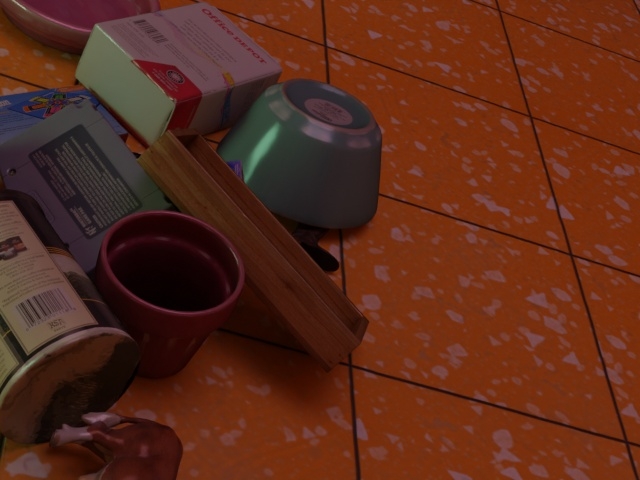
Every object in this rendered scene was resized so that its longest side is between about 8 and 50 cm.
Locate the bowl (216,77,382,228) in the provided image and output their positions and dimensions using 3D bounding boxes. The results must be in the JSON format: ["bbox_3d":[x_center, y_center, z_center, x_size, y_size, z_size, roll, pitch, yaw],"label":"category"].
[{"bbox_3d":[-0.015,-0.175,2.353,0.311,0.163,0.311,18,28,-10],"label":"bowl"}]

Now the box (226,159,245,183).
[{"bbox_3d":[-0.135,-0.066,2.179,0.028,0.136,0.081,-5,39,0],"label":"box"}]

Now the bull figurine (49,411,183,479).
[{"bbox_3d":[-0.254,0.331,1.600,0.188,0.101,0.310,19,35,-10],"label":"bull figurine"}]

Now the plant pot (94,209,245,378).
[{"bbox_3d":[-0.223,0.088,1.858,0.201,0.180,0.201,12,42,-11],"label":"plant pot"}]

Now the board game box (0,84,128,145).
[{"bbox_3d":[-0.472,-0.193,2.210,0.281,0.027,0.145,-16,54,-46],"label":"board game box"}]

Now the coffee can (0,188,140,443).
[{"bbox_3d":[-0.390,0.097,1.729,0.201,0.201,0.275,-10,49,-42],"label":"coffee can"}]

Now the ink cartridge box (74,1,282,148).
[{"bbox_3d":[-0.254,-0.304,2.410,0.226,0.131,0.306,43,35,18],"label":"ink cartridge box"}]

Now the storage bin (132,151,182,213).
[{"bbox_3d":[-0.252,-0.052,2.124,0.180,0.084,0.122,23,34,-8],"label":"storage bin"}]

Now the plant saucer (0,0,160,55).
[{"bbox_3d":[-0.470,-0.453,2.505,0.332,0.084,0.332,17,35,-13],"label":"plant saucer"}]

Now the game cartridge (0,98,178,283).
[{"bbox_3d":[-0.363,-0.072,2.016,0.198,0.062,0.297,-35,59,-9],"label":"game cartridge"}]

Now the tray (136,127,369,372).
[{"bbox_3d":[-0.095,0.008,1.991,0.411,0.076,0.203,47,8,0],"label":"tray"}]

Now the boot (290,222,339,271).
[{"bbox_3d":[0.000,0.000,2.273,0.106,0.037,0.114,31,30,4],"label":"boot"}]
